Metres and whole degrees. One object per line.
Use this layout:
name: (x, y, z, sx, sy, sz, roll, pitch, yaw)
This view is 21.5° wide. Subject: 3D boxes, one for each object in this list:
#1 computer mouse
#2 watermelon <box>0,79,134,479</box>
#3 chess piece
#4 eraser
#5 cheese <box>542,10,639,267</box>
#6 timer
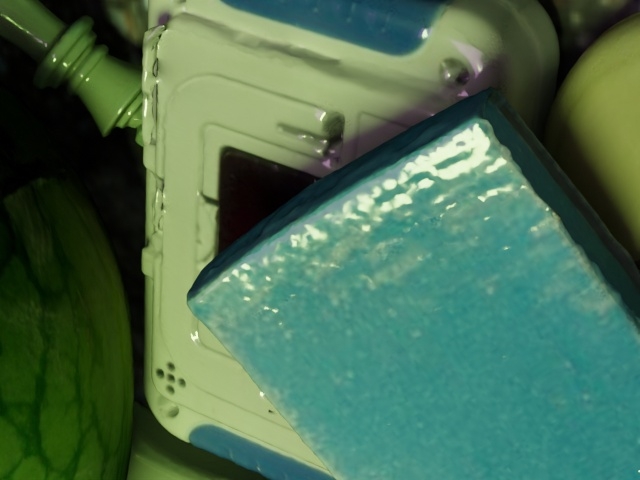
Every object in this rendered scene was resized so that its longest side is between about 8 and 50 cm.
computer mouse: (-0.067, 0.146, 0.860, 0.182, 0.056, 0.089, 21, 127, 24)
watermelon: (-0.245, 0.074, 0.762, 0.363, 0.363, 0.363, 15, 120, 28)
chess piece: (-0.121, -0.090, 0.777, 0.149, 0.059, 0.059, 37, 130, -7)
eraser: (0.097, 0.094, 0.661, 0.144, 0.042, 0.312, -32, 109, 25)
cheese: (0.150, -0.053, 0.616, 0.092, 0.047, 0.171, 52, 130, 0)
timer: (0.000, 0.000, 0.726, 0.178, 0.078, 0.253, 19, 122, 27)
